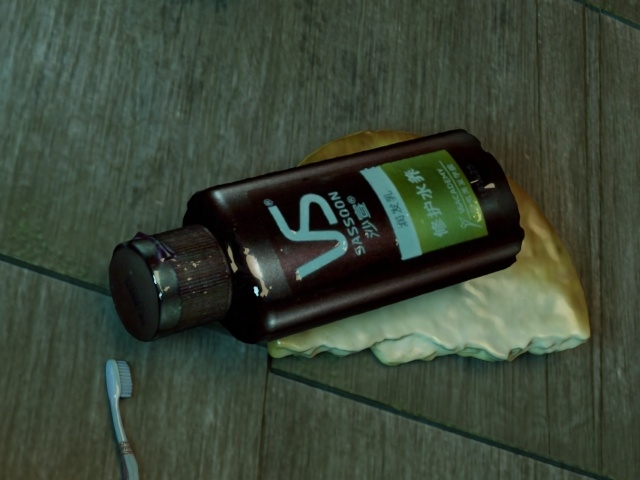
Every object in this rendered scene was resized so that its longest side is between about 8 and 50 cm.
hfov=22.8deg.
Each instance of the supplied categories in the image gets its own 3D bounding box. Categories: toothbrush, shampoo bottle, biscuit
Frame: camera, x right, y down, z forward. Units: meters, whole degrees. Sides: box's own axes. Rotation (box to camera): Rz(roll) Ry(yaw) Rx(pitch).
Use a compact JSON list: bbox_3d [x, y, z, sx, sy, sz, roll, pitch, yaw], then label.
[{"bbox_3d":[-0.128,0.173,1.095,0.019,0.013,0.193,8,61,-41],"label":"toothbrush"},{"bbox_3d":[0.000,0.000,1.184,0.323,0.084,0.129,-14,71,-33],"label":"shampoo bottle"},{"bbox_3d":[0.075,0.006,1.302,0.309,0.040,0.205,1,67,-30],"label":"biscuit"}]
